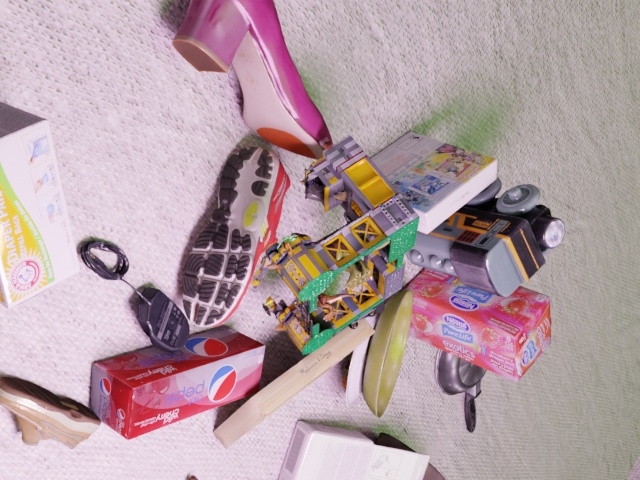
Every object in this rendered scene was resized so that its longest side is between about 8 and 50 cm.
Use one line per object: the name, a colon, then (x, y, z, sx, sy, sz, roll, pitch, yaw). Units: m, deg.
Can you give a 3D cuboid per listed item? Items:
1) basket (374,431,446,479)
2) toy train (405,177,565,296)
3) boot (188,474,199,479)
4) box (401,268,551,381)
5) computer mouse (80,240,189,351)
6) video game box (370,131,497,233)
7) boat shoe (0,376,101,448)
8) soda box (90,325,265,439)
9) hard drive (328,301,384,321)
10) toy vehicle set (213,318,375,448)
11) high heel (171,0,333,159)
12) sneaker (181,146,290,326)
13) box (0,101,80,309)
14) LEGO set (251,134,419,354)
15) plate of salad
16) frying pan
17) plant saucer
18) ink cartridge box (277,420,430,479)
basket: (0.117, 0.515, 2.047, 0.227, 0.154, 0.204, -53, 145, -15)
toy train: (0.259, -0.015, 1.829, 0.190, 0.334, 0.142, -41, 122, -22)
boot: (-0.237, 0.433, 1.658, 0.114, 0.037, 0.106, -14, 115, -42)
box: (0.295, 0.144, 1.997, 0.128, 0.257, 0.122, -41, 136, -32)
computer mouse: (-0.260, 0.079, 1.461, 0.242, 0.041, 0.071, 54, 42, -40)
video game box: (0.165, -0.102, 1.777, 0.205, 0.187, 0.048, -36, 132, -36)
boat shoe: (-0.366, 0.237, 1.381, 0.072, 0.068, 0.190, -52, 142, -3)
soda box: (-0.203, 0.202, 1.539, 0.263, 0.092, 0.083, -13, 119, -48)
hard drive: (0.024, 0.115, 1.748, 0.094, 0.135, 0.022, -16, 100, -47)
toy vehicle set: (-0.041, 0.229, 1.719, 0.267, 0.035, 0.166, -33, 171, -39)
high heel: (-0.056, -0.257, 1.489, 0.377, 0.127, 0.181, 44, 65, -56)
sneaker: (-0.108, 0.005, 1.552, 0.118, 0.107, 0.279, 37, 73, -60)
box: (-0.364, -0.042, 1.206, 0.103, 0.114, 0.203, -32, 131, -38)
LEGO set: (0.000, 0.000, 1.545, 0.255, 0.192, 0.331, -36, 159, -7)
plate of salad: (0.068, 0.203, 1.898, 0.200, 0.048, 0.200, 14, 90, -76)
frying pan: (0.308, 0.301, 2.269, 0.197, 0.053, 0.326, -15, 115, -46)
plant saucer: (0.120, 0.202, 1.924, 0.241, 0.037, 0.241, 13, 90, -76)
ink cartridge box: (0.035, 0.494, 1.919, 0.261, 0.066, 0.296, 17, 94, -29)
